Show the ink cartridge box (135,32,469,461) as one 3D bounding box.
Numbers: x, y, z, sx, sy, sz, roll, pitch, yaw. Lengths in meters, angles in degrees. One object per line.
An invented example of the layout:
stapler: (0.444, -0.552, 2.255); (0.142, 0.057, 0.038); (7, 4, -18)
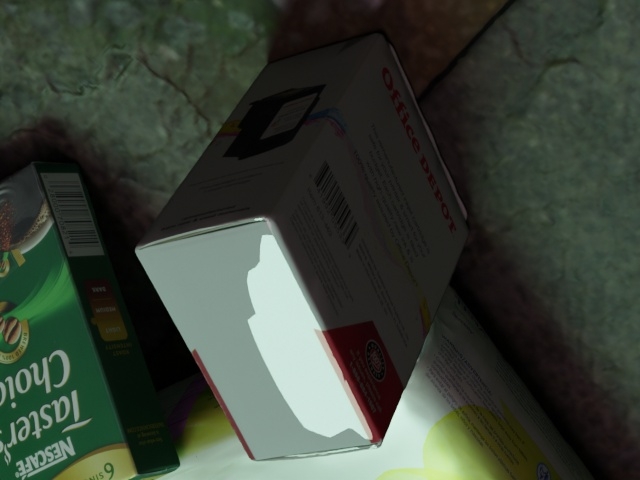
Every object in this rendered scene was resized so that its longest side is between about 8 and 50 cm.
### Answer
ink cartridge box: (0.000, 0.000, 0.749); (0.072, 0.175, 0.127); (-12, 118, 28)

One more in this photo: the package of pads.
package of pads: (0.004, 0.162, 0.903); (0.296, 0.101, 0.229); (-26, 113, 30)

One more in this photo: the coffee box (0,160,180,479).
coffee box: (-0.155, 0.061, 0.864); (0.113, 0.040, 0.184); (-26, 77, 30)
